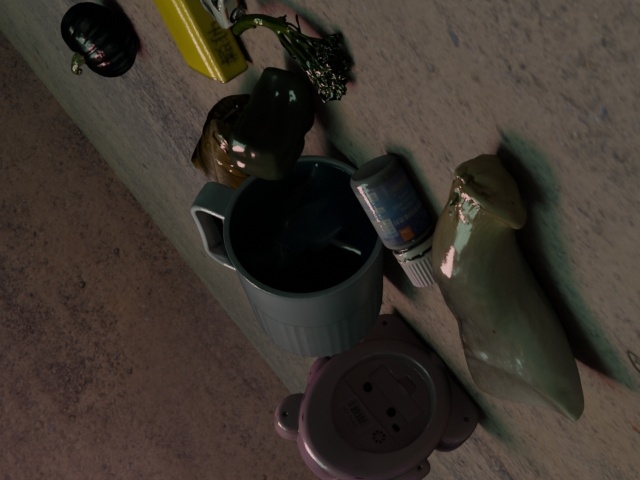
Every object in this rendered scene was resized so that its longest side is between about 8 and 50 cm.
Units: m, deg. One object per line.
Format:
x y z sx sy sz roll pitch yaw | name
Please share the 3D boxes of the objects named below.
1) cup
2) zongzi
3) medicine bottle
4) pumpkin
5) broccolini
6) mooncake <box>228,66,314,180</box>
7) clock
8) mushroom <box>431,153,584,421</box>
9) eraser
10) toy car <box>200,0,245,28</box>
-0.049 0.044 1.953 0.311 0.331 0.257 79 -173 -64 | cup
-0.103 -0.124 2.099 0.288 0.134 0.286 47 166 1 | zongzi
0.123 -0.026 1.706 0.203 0.083 0.083 60 164 -22 | medicine bottle
-0.499 -0.453 2.553 0.194 0.150 0.194 28 138 29 | pumpkin
-0.043 -0.278 1.691 0.271 0.062 0.123 29 137 46 | broccolini
-0.076 -0.185 1.802 0.104 0.175 0.168 20 -166 17 | mooncake
0.099 0.323 2.111 0.295 0.322 0.113 49 160 15 | clock
0.232 0.055 1.482 0.177 0.126 0.397 18 142 50 | mushroom
-0.220 -0.387 1.969 0.158 0.069 0.226 31 154 53 | eraser
-0.168 -0.415 1.778 0.095 0.056 0.205 50 166 20 | toy car
